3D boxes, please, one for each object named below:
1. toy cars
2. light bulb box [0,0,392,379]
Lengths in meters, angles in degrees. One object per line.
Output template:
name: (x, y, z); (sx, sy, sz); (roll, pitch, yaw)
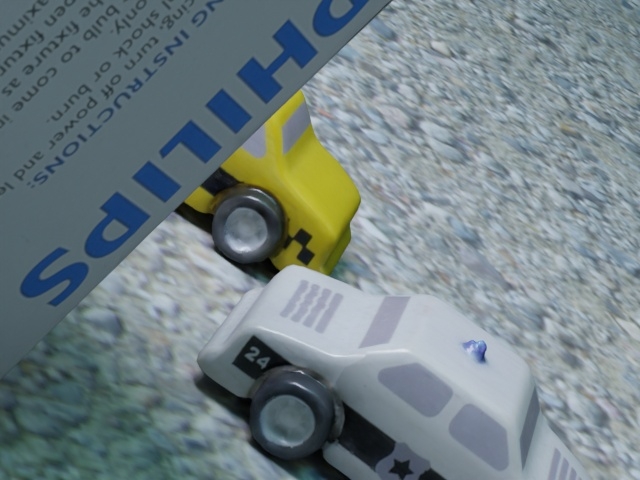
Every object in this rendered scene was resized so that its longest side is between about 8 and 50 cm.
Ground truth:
toy cars: (0.000, 0.000, 0.869); (0.176, 0.087, 0.394); (12, 31, -45)
light bulb box: (-0.210, -0.183, 0.598); (0.358, 0.225, 0.361); (48, 4, 29)
